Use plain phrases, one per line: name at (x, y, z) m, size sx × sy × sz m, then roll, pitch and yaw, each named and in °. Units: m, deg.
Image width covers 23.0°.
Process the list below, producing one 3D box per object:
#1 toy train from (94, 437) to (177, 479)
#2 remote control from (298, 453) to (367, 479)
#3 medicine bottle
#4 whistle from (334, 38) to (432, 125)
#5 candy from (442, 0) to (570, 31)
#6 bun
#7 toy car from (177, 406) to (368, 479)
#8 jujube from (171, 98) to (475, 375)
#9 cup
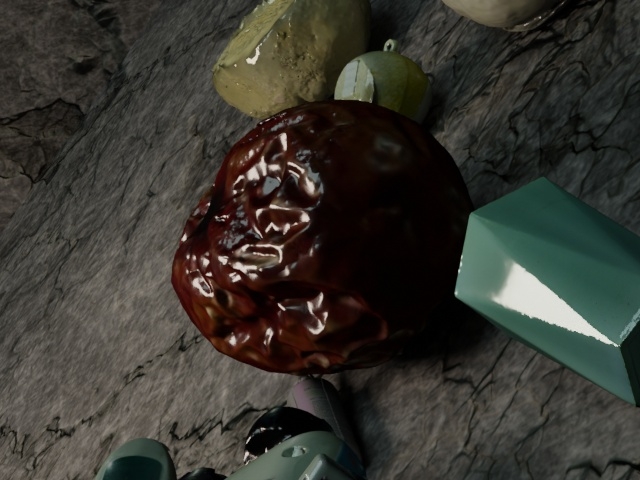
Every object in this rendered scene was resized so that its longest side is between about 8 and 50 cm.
toy train at (-0.199, 0.383, 1.486) m, size 0.088 × 0.087 × 0.406 m, roll 62°, pitch -148°, yaw -71°
remote control at (0.050, 0.243, 1.293) m, size 0.065 × 0.166 × 0.029 m, roll -53°, pitch 15°, yaw 3°
medicine bottle at (-0.003, 0.182, 1.624) m, size 0.057 × 0.058 × 0.199 m, roll -49°, pitch 24°, yaw 12°
whistle at (0.076, -0.134, 1.890) m, size 0.123 × 0.123 × 0.223 m, roll -9°, pitch 71°, yaw 60°
candy at (0.226, -0.380, 1.807) m, size 0.295 × 0.185 × 0.295 m, roll -47°, pitch 26°, yaw 31°
bun at (-0.022, -0.272, 2.181) m, size 0.259 × 0.152 × 0.259 m, roll -42°, pitch 14°, yaw 13°
toy car at (-0.049, 0.286, 1.404) m, size 0.255 × 0.190 × 0.188 m, roll -42°, pitch 7°, yaw 27°
jujube at (0.001, -0.002, 1.614) m, size 0.377 × 0.276 × 0.276 m, roll -13°, pitch 46°, yaw 54°
cup at (0.222, 0.052, 1.278) m, size 0.236 × 0.134 × 0.148 m, roll -138°, pitch 52°, yaw -61°
